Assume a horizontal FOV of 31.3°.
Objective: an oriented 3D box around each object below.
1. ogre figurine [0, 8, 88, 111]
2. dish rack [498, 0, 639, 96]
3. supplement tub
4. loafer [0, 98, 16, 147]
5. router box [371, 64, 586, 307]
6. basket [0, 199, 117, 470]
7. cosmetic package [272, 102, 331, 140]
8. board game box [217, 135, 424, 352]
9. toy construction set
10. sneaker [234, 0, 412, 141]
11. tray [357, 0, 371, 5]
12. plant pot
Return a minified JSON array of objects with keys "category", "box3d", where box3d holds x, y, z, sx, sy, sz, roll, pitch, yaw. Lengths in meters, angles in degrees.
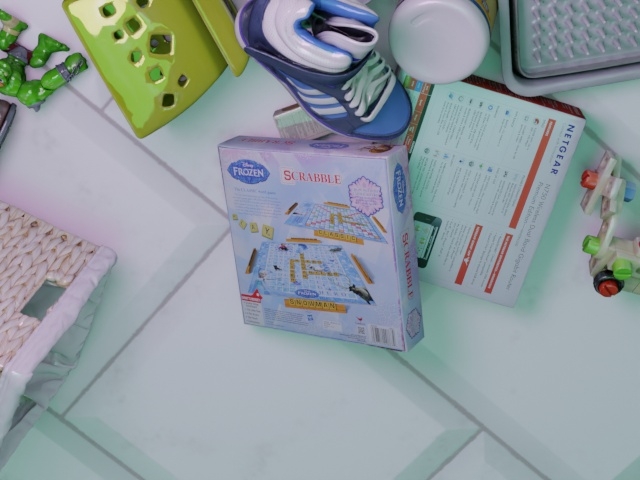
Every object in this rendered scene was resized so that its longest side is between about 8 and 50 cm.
[{"category":"ogre figurine","box3d":[-0.477,-0.283,1.792,0.197,0.097,0.118,27,92,-22]},{"category":"dish rack","box3d":[0.419,-0.365,1.671,0.332,0.072,0.286,-10,129,0]},{"category":"supplement tub","box3d":[0.183,-0.333,1.656,0.144,0.200,0.144,8,130,10]},{"category":"loafer","box3d":[-0.582,-0.122,1.846,0.084,0.096,0.267,27,112,-19]},{"category":"router box","box3d":[0.219,-0.091,1.821,0.301,0.082,0.336,17,110,-3]},{"category":"basket","box3d":[-0.535,0.156,1.800,0.266,0.328,0.331,28,128,-1]},{"category":"cosmetic package","box3d":[-0.012,-0.194,1.819,0.115,0.041,0.060,-17,108,9]},{"category":"board game box","box3d":[0.000,0.000,1.800,0.318,0.066,0.318,7,115,32]},{"category":"toy construction set","box3d":[0.544,0.002,1.799,0.327,0.151,0.215,26,134,2]},{"category":"sneaker","box3d":[0.042,-0.235,1.574,0.322,0.236,0.130,34,82,-25]},{"category":"tray","box3d":[0.095,-0.436,1.681,0.270,0.030,0.145,-31,67,26]},{"category":"plant pot","box3d":[-0.228,-0.314,1.697,0.207,0.227,0.228,-27,108,6]}]
